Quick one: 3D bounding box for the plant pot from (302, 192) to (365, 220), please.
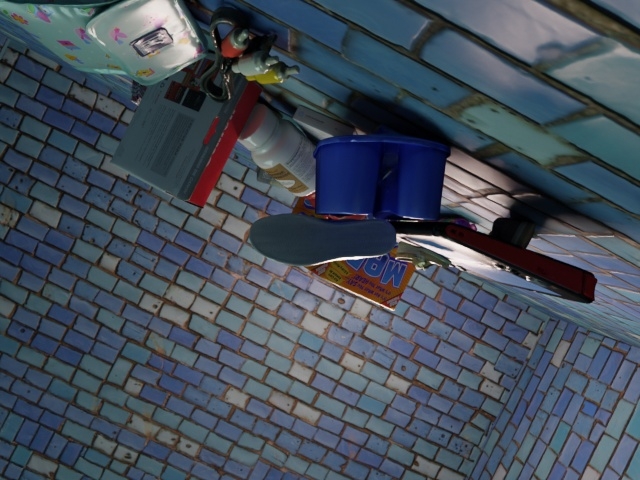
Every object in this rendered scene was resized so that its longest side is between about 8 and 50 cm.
[{"bbox_3d":[0.040,-0.155,1.314,0.174,0.191,0.191,30,178,-36],"label":"plant pot"}]

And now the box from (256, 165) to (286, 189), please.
[{"bbox_3d":[-0.094,-0.230,1.592,0.231,0.056,0.183,15,-147,-16],"label":"box"}]

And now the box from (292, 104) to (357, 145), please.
[{"bbox_3d":[0.026,-0.245,1.131,0.145,0.038,0.186,27,-179,15],"label":"box"}]

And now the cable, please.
[{"bbox_3d":[-0.161,-0.291,0.799,0.139,0.072,0.287,30,160,-33],"label":"cable"}]

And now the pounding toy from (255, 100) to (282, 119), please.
[{"bbox_3d":[-0.150,-0.310,1.259,0.181,0.094,0.206,21,-173,27],"label":"pounding toy"}]

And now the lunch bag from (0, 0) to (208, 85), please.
[{"bbox_3d":[-0.328,-0.362,0.751,0.262,0.160,0.223,11,174,5],"label":"lunch bag"}]

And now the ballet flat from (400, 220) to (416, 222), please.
[{"bbox_3d":[0.271,-0.094,1.446,0.083,0.087,0.247,27,180,-4],"label":"ballet flat"}]

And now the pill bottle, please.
[{"bbox_3d":[-0.092,-0.217,1.150,0.131,0.131,0.229,27,172,47],"label":"pill bottle"}]

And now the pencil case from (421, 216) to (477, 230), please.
[{"bbox_3d":[0.395,-0.027,1.501,0.104,0.104,0.236,27,180,-11],"label":"pencil case"}]

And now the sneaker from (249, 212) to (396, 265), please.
[{"bbox_3d":[0.000,0.000,1.016,0.293,0.108,0.169,2,179,-3],"label":"sneaker"}]

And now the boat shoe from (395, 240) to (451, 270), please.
[{"bbox_3d":[0.215,0.040,1.007,0.050,0.045,0.135,25,178,-38],"label":"boat shoe"}]

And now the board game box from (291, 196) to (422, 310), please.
[{"bbox_3d":[0.123,-0.019,1.723,0.357,0.356,0.356,27,-179,-35],"label":"board game box"}]

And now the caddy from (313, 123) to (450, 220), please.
[{"bbox_3d":[0.106,-0.132,0.919,0.241,0.179,0.341,4,-178,-5],"label":"caddy"}]

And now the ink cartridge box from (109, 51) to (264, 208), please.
[{"bbox_3d":[-0.272,-0.244,1.043,0.272,0.309,0.130,27,180,30],"label":"ink cartridge box"}]

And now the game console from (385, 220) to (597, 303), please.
[{"bbox_3d":[0.318,0.035,0.986,0.342,0.060,0.386,18,178,-12],"label":"game console"}]

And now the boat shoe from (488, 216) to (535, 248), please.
[{"bbox_3d":[0.458,0.003,1.170,0.092,0.103,0.285,32,178,21],"label":"boat shoe"}]

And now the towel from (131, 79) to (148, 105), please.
[{"bbox_3d":[-0.439,-0.417,1.288,0.029,0.197,0.144,-18,154,28],"label":"towel"}]
